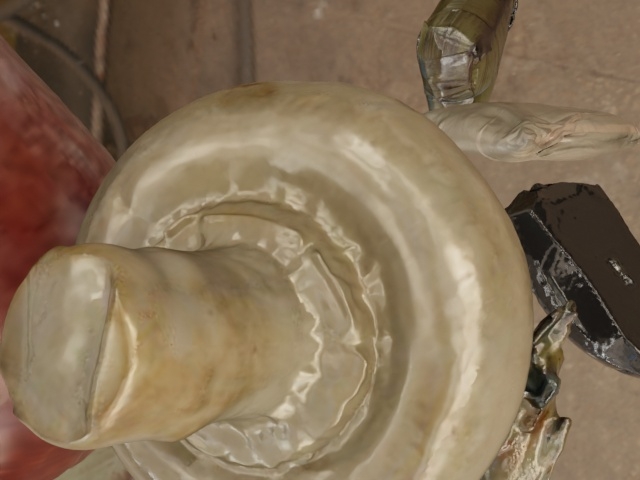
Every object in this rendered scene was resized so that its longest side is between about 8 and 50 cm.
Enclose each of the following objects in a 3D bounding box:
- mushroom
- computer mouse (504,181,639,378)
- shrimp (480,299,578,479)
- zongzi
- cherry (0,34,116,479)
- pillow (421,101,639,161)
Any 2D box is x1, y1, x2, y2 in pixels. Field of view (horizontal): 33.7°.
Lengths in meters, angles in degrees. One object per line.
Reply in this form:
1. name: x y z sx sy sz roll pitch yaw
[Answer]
1. mushroom: -0.020 0.022 0.436 0.206 0.206 0.209 32 167 35
2. computer mouse: 0.245 0.040 0.941 0.217 0.122 0.073 60 138 19
3. shrimp: 0.049 0.116 0.562 0.145 0.059 0.254 31 117 31
4. zongzi: 0.261 -0.302 1.866 0.138 0.286 0.300 10 133 21
5. cherry: -0.266 0.005 0.646 0.326 0.291 0.335 -11 125 47
6. pillow: 0.257 -0.133 1.290 0.173 0.270 0.067 19 109 46
